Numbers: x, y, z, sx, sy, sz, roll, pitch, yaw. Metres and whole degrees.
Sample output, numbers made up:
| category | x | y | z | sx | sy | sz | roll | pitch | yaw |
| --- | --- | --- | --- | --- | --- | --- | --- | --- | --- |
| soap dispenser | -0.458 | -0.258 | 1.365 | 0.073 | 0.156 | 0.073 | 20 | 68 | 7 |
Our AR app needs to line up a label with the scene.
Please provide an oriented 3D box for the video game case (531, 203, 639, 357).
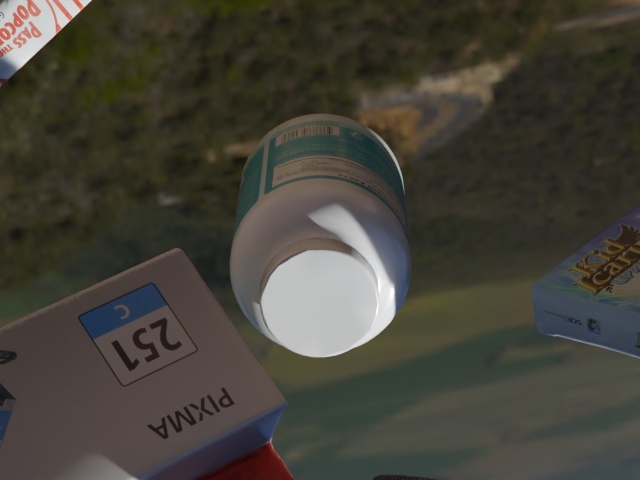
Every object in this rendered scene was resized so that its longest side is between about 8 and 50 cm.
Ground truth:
| category | x | y | z | sx | sy | sz | roll | pitch | yaw |
| --- | --- | --- | --- | --- | --- | --- | --- | --- | --- |
| video game case | 0.383 | 0.029 | 1.826 | 0.244 | 0.061 | 0.269 | 13 | -144 | 43 |

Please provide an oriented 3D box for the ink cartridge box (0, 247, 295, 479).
| category | x | y | z | sx | sy | sz | roll | pitch | yaw |
| --- | --- | --- | --- | --- | --- | --- | --- | --- | --- |
| ink cartridge box | -0.148 | 0.173 | 1.181 | 0.296 | 0.261 | 0.066 | -26 | 159 | -26 |

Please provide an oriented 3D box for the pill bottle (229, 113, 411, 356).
| category | x | y | z | sx | sy | sz | roll | pitch | yaw |
| --- | --- | --- | --- | --- | --- | --- | --- | --- | --- |
| pill bottle | 0.000 | 0.000 | 1.548 | 0.146 | 0.146 | 0.264 | -12 | -159 | 6 |

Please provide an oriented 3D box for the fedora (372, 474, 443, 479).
| category | x | y | z | sx | sy | sz | roll | pitch | yaw |
| --- | --- | --- | --- | --- | --- | --- | --- | --- | --- |
| fedora | 0.144 | 0.244 | 1.136 | 0.275 | 0.124 | 0.244 | 26 | 164 | -30 |

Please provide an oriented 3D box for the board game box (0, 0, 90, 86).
| category | x | y | z | sx | sy | sz | roll | pitch | yaw |
| --- | --- | --- | --- | --- | --- | --- | --- | --- | --- |
| board game box | -0.250 | -0.150 | 1.342 | 0.147 | 0.045 | 0.193 | -46 | -156 | -14 |
